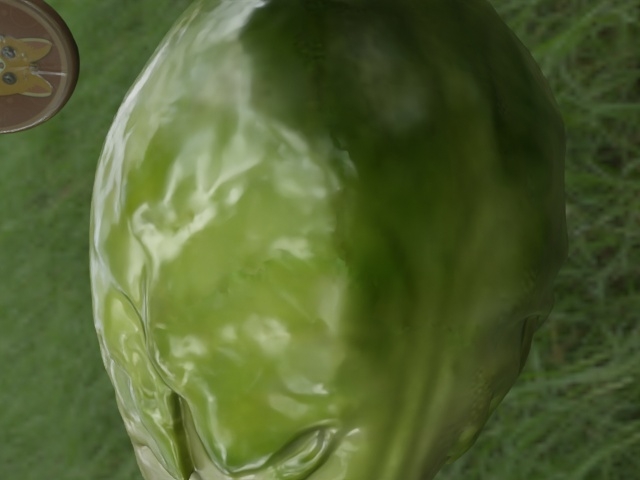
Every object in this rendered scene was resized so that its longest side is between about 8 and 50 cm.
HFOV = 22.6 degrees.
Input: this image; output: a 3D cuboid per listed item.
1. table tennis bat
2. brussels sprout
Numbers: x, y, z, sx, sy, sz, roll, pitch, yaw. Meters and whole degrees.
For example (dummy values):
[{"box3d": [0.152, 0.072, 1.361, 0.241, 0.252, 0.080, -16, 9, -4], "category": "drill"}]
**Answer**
[{"box3d": [-0.238, -0.142, 1.029, 0.119, 0.169, 0.107, -96, 8, -53], "category": "table tennis bat"}, {"box3d": [0.004, 0.000, 0.406, 0.155, 0.117, 0.155, -1, -90, -85], "category": "brussels sprout"}]
